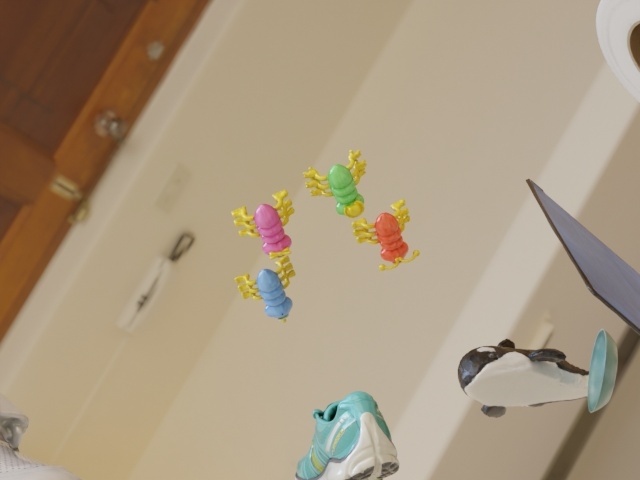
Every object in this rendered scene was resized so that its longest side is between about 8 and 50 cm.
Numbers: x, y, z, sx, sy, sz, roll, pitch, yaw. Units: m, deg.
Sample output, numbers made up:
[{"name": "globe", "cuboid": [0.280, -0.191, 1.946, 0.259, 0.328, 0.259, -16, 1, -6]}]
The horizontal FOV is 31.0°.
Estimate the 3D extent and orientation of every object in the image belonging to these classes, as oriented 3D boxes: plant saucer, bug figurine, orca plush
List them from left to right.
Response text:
[{"name": "bug figurine", "cuboid": [0.000, 0.000, 1.654, 0.216, 0.279, 0.072, 65, 178, -36]}, {"name": "orca plush", "cuboid": [0.307, 0.172, 1.678, 0.287, 0.151, 0.102, -5, -131, -23]}, {"name": "plant saucer", "cuboid": [0.398, 0.184, 1.622, 0.021, 0.119, 0.119, 9, 173, 5]}]

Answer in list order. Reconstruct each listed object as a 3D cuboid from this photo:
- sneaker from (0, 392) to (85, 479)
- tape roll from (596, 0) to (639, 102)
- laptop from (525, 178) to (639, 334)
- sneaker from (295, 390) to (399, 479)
[{"name": "sneaker", "cuboid": [-0.250, 0.075, 0.648, 0.366, 0.210, 0.137, 0, 173, 38]}, {"name": "tape roll", "cuboid": [0.530, -0.300, 1.601, 0.246, 0.169, 0.246, 42, 161, 18]}, {"name": "laptop", "cuboid": [0.479, 0.040, 1.278, 0.382, 0.408, 0.236, -88, -17, -70]}, {"name": "sneaker", "cuboid": [0.031, 0.256, 1.442, 0.107, 0.110, 0.275, -8, 163, -19]}]
